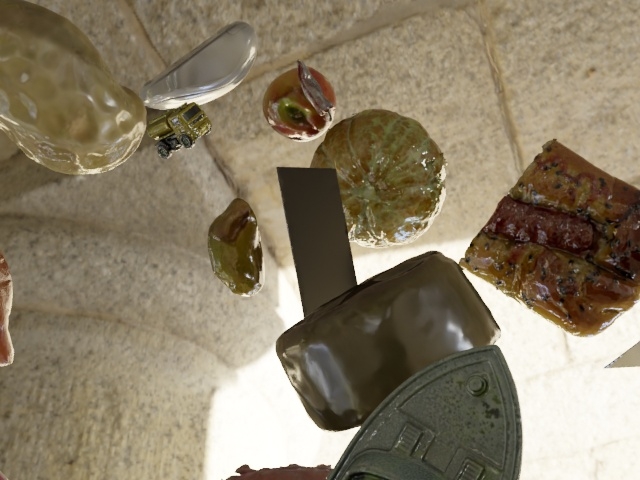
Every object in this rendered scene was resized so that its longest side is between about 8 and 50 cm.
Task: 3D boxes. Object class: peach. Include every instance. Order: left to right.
[{"bbox_3d":[-0.048,-0.336,1.781,0.198,0.197,0.197,-2,132,-2],"label":"peach"}]

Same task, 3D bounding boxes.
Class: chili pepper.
[{"bbox_3d":[-0.016,-0.330,1.606,0.041,0.050,0.153,-35,96,1],"label":"chili pepper"}]

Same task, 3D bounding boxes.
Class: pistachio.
[{"bbox_3d":[-0.162,0.013,1.389,0.100,0.110,0.189,-8,96,0],"label":"pistachio"}]

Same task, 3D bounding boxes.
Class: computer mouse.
[{"bbox_3d":[-0.255,-0.365,1.593,0.297,0.184,0.121,-45,116,-20],"label":"computer mouse"}]

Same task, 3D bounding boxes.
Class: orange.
[{"bbox_3d":[0.129,-0.138,1.677,0.330,0.249,0.328,4,104,15],"label":"orange"}]

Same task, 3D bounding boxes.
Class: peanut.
[{"bbox_3d":[-0.288,-0.147,0.593,0.299,0.120,0.136,23,90,-14],"label":"peanut"}]

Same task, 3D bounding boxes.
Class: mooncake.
[{"bbox_3d":[0.083,0.127,0.958,0.285,0.284,0.155,-29,85,20],"label":"mooncake"}]

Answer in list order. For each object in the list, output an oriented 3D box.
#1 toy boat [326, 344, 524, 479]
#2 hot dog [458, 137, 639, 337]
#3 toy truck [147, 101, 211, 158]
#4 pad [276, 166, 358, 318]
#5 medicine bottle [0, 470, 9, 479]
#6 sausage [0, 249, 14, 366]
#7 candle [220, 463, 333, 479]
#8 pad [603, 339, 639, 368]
[{"bbox_3d":[0.066,0.223,0.571,0.141,0.319,0.092,26,170,28],"label":"toy boat"},{"bbox_3d":[0.549,0.013,1.591,0.367,0.365,0.196,-57,160,9],"label":"hot dog"},{"bbox_3d":[-0.189,-0.151,0.974,0.083,0.049,0.054,-14,116,40],"label":"toy truck"},{"bbox_3d":[0.000,0.000,1.178,0.006,0.245,0.170,-12,177,35],"label":"pad"},{"bbox_3d":[-0.741,0.464,1.492,0.091,0.090,0.216,-24,114,16],"label":"medicine bottle"},{"bbox_3d":[-0.412,0.070,0.857,0.089,0.089,0.179,-6,102,1],"label":"sausage"},{"bbox_3d":[-0.056,0.386,0.840,0.317,0.287,0.131,-26,114,-20],"label":"candle"},{"bbox_3d":[0.609,0.144,1.138,0.300,0.005,0.202,3,139,-30],"label":"pad"}]
